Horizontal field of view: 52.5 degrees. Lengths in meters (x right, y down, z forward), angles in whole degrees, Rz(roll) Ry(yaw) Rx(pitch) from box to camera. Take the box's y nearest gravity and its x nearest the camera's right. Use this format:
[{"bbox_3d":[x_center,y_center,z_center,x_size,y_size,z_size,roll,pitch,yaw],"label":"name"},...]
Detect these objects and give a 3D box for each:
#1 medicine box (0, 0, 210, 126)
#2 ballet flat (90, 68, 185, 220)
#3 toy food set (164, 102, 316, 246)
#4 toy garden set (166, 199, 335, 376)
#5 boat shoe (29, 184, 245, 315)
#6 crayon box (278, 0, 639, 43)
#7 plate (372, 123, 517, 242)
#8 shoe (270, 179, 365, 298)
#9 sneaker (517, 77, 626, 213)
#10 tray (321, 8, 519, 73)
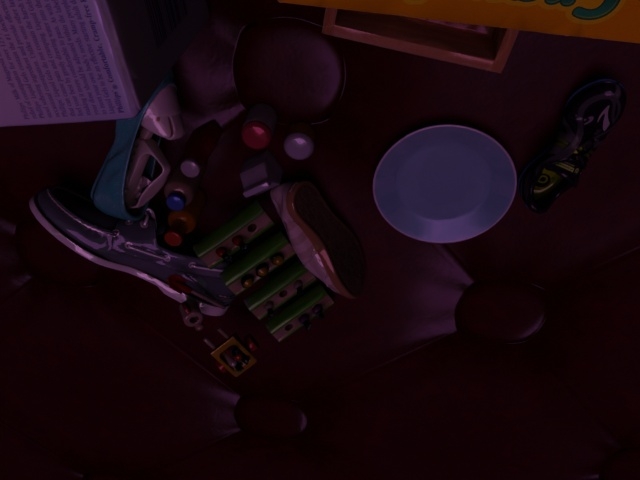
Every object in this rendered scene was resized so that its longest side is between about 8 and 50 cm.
[{"bbox_3d":[-0.291,-0.236,0.644,0.289,0.264,0.149,-2,127,9],"label":"medicine box"},{"bbox_3d":[-0.216,-0.129,0.816,0.087,0.083,0.247,30,117,7],"label":"ballet flat"},{"bbox_3d":[-0.121,-0.088,0.841,0.232,0.105,0.111,-21,123,23],"label":"toy food set"},{"bbox_3d":[-0.106,0.090,0.934,0.203,0.049,0.244,-36,133,0],"label":"toy garden set"},{"bbox_3d":[-0.250,-0.005,0.936,0.319,0.116,0.099,31,109,-18],"label":"boat shoe"},{"bbox_3d":[0.154,-0.328,0.490,0.362,0.106,0.313,7,135,3],"label":"crayon box"},{"bbox_3d":[0.164,-0.075,0.865,0.188,0.024,0.188,4,129,5],"label":"plate"},{"bbox_3d":[0.000,0.000,0.923,0.058,0.077,0.219,1,135,39],"label":"shoe"},{"bbox_3d":[0.307,-0.107,0.785,0.067,0.078,0.188,20,128,-9],"label":"sneaker"},{"bbox_3d":[0.137,-0.367,0.582,0.202,0.076,0.411,12,135,-2],"label":"tray"}]
